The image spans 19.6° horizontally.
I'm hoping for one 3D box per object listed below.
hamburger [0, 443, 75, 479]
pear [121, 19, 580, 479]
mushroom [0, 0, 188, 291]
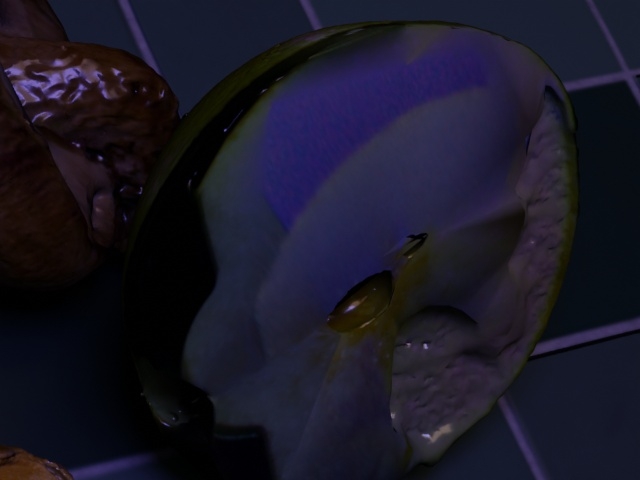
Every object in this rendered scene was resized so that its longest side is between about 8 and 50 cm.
[{"bbox_3d":[-0.258,0.238,1.205,0.244,0.163,0.244,15,59,-26],"label":"hamburger"},{"bbox_3d":[0.001,-0.003,1.397,0.399,0.398,0.165,-11,30,-31],"label":"pear"},{"bbox_3d":[-0.234,-0.083,1.388,0.283,0.195,0.263,27,30,-27],"label":"mushroom"}]
